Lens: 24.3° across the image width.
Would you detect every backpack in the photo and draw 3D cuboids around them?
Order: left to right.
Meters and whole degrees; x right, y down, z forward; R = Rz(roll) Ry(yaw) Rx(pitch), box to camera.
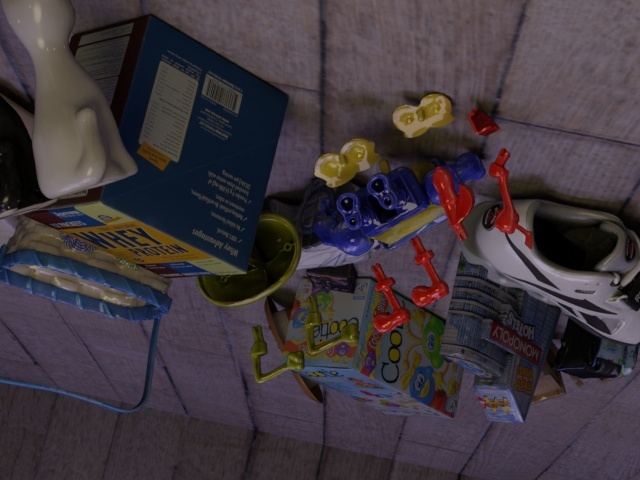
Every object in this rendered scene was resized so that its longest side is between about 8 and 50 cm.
[{"bbox_3d":[0.376,0.128,1.994,0.084,0.114,0.105,19,165,-23],"label":"backpack"}]

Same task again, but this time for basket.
[{"bbox_3d":[-0.333,0.071,2.019,0.255,0.288,0.201,16,169,-21],"label":"basket"}]

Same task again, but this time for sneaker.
[{"bbox_3d":[0.000,0.000,1.875,0.129,0.111,0.297,15,165,-28],"label":"sneaker"},{"bbox_3d":[0.334,0.037,1.711,0.331,0.122,0.146,18,164,-20],"label":"sneaker"}]

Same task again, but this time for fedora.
[{"bbox_3d":[-0.020,0.163,2.383,0.079,0.194,0.194,-27,156,4],"label":"fedora"}]

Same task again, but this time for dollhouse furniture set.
[{"bbox_3d":[0.352,0.150,2.190,0.161,0.101,0.182,-19,153,15],"label":"dollhouse furniture set"}]

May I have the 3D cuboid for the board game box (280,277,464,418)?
[{"bbox_3d":[0.089,0.168,2.288,0.144,0.142,0.275,-1,159,39],"label":"board game box"}]

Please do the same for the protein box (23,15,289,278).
[{"bbox_3d":[-0.165,-0.089,1.524,0.136,0.201,0.200,-4,156,46],"label":"protein box"}]

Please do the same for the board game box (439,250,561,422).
[{"bbox_3d":[0.241,0.136,1.980,0.060,0.194,0.194,-1,159,39],"label":"board game box"}]

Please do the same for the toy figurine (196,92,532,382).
[{"bbox_3d":[0.072,-0.001,1.609,0.363,0.191,0.217,-32,171,19],"label":"toy figurine"}]

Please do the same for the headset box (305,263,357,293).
[{"bbox_3d":[0.016,0.047,2.135,0.062,0.032,0.083,8,162,12],"label":"headset box"}]

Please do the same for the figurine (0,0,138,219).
[{"bbox_3d":[-0.276,-0.135,1.358,0.215,0.209,0.092,-14,-176,45],"label":"figurine"}]

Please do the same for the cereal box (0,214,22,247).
[{"bbox_3d":[-0.508,-0.033,2.187,0.173,0.047,0.240,5,153,23],"label":"cereal box"}]

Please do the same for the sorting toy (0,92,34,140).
[{"bbox_3d":[-0.419,-0.145,1.809,0.196,0.047,0.348,-2,159,29],"label":"sorting toy"}]
